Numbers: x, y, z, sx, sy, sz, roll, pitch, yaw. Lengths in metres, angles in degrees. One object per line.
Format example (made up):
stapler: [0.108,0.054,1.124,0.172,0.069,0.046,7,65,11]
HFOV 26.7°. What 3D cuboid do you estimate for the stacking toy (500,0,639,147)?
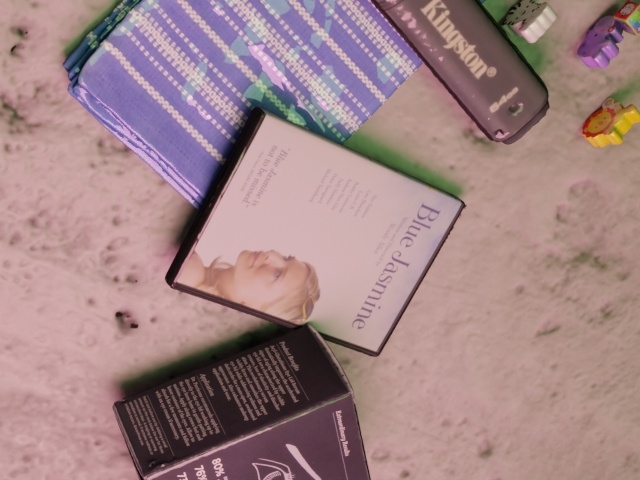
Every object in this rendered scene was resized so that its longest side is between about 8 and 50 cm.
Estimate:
stacking toy: [0.296,-0.220,1.294,0.221,0.052,0.167,-47,120,-1]

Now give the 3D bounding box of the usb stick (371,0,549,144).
usb stick: [0.111,-0.195,1.208,0.077,0.045,0.278,-46,121,-2]

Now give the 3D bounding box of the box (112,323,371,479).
box: [-0.069,0.197,1.265,0.207,0.108,0.153,-21,130,-13]

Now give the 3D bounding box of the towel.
towel: [-0.032,-0.182,1.191,0.336,0.040,0.243,-45,119,0]

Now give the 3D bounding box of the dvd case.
dvd case: [0.000,0.000,1.259,0.253,0.022,0.180,21,103,-35]
